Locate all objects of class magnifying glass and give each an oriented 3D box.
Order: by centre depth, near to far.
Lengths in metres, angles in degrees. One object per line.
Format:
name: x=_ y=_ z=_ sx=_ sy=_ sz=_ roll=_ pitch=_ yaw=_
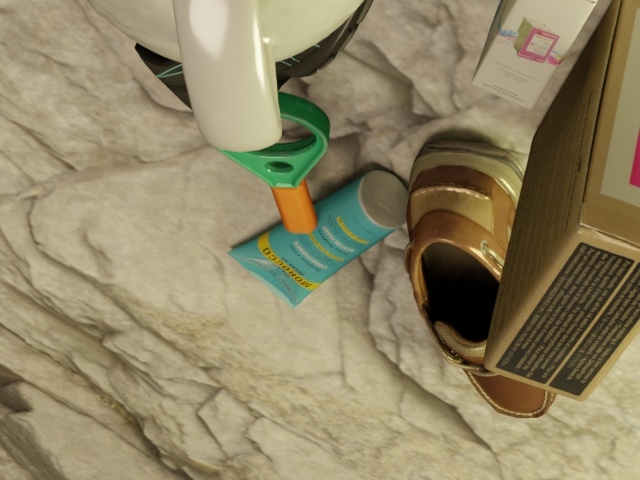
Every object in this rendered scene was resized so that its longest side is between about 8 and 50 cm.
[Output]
magnifying glass: x=-0.031 y=-0.058 z=1.514 sx=0.092 sy=0.026 sz=0.231 roll=1 pitch=160 yaw=8

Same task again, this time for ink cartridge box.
ink cartridge box: x=0.157 y=-0.166 z=1.349 sx=0.052 sy=0.088 sz=0.122 roll=24 pitch=143 yaw=-3
ink cartridge box: x=0.203 y=-0.033 z=1.381 sx=0.088 sy=0.235 sz=0.193 roll=21 pitch=144 yaw=-5

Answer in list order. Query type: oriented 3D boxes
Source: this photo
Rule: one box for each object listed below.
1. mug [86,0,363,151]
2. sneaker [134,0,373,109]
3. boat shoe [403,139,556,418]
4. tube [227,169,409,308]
mug: x=-0.060 y=-0.227 z=1.129 sx=0.276 sy=0.374 sz=0.328 roll=-5 pitch=147 yaw=-1
sneaker: x=-0.044 y=-0.167 z=1.423 sx=0.106 sy=0.101 sz=0.267 roll=33 pitch=140 yaw=-17
boat shoe: x=0.132 y=0.058 z=1.623 sx=0.123 sy=0.116 sz=0.324 roll=-1 pitch=139 yaw=23
tube: x=0.000 y=0.000 z=1.667 sx=0.080 sy=0.052 sz=0.207 roll=44 pitch=143 yaw=-9
